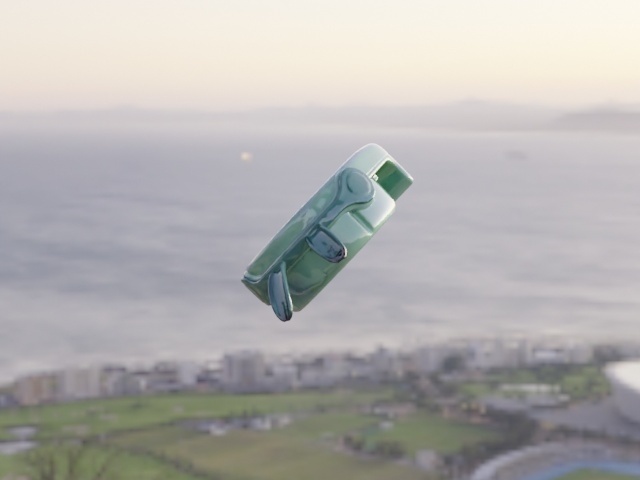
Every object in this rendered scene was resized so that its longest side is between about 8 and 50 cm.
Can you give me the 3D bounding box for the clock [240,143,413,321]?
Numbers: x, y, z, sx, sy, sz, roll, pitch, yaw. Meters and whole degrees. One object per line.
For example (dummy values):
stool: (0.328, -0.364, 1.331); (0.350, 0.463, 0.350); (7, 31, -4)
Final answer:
clock: (0.000, 0.000, 0.853); (0.101, 0.041, 0.135); (-46, 1, 20)
